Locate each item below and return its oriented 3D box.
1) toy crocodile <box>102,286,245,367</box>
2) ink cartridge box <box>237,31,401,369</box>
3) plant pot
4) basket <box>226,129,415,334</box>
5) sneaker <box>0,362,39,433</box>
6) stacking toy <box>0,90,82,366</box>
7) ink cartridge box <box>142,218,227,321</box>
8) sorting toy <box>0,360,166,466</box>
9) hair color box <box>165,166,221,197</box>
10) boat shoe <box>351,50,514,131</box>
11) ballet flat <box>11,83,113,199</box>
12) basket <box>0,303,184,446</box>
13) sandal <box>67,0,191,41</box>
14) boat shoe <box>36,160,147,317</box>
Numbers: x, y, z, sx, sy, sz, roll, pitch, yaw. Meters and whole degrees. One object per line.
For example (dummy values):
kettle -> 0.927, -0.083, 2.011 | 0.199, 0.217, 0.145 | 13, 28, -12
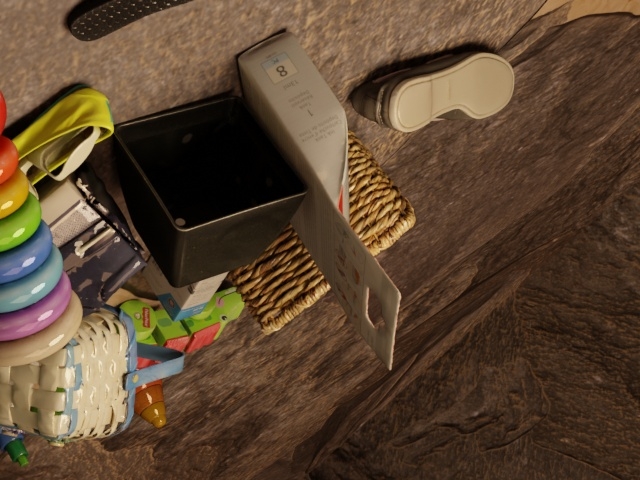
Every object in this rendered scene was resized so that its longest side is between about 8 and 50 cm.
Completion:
toy crocodile -> -0.259, 0.157, 1.900 | 0.340, 0.105, 0.115 | -16, 152, -42
ink cartridge box -> 0.027, -0.045, 1.508 | 0.091, 0.385, 0.308 | -29, 159, -11
plant pot -> -0.153, -0.050, 1.462 | 0.188, 0.187, 0.167 | -19, 148, -29
basket -> 0.000, 0.000, 1.797 | 0.299, 0.223, 0.213 | -39, 159, 6
sneaker -> -0.507, 0.244, 1.769 | 0.240, 0.091, 0.126 | -43, 176, 18
stacking toy -> -0.356, -0.027, 1.205 | 0.141, 0.141, 0.330 | -25, 130, -25
ink cartridge box -> -0.195, 0.028, 1.721 | 0.060, 0.104, 0.180 | -14, 151, -43
sorting toy -> -0.407, 0.312, 1.980 | 0.365, 0.126, 0.127 | -15, 152, -44
hair color box -> -0.166, -0.092, 1.594 | 0.141, 0.043, 0.072 | -27, 157, -23
boat shoe -> 0.183, -0.241, 1.774 | 0.335, 0.095, 0.112 | -19, 118, -45
ballet flat -> -0.334, -0.087, 1.298 | 0.231, 0.077, 0.077 | -37, 160, 3
basket -> -0.360, 0.169, 1.564 | 0.289, 0.254, 0.201 | -23, 119, -66
sandal -> -0.189, -0.269, 1.197 | 0.179, 0.040, 0.067 | -22, 155, 6
boat shoe -> -0.374, 0.064, 1.404 | 0.340, 0.158, 0.127 | -37, -159, 5
